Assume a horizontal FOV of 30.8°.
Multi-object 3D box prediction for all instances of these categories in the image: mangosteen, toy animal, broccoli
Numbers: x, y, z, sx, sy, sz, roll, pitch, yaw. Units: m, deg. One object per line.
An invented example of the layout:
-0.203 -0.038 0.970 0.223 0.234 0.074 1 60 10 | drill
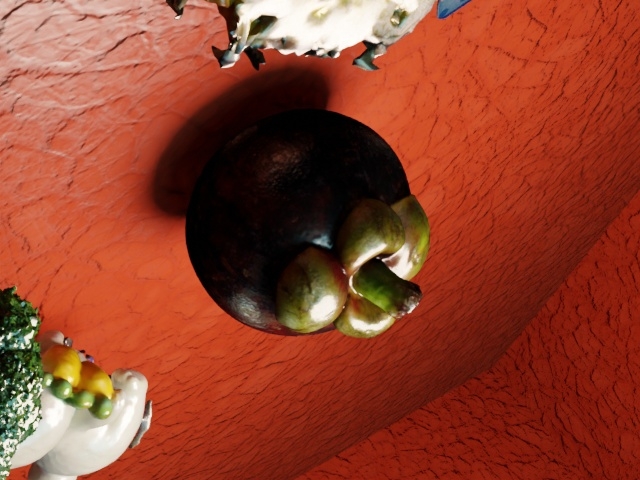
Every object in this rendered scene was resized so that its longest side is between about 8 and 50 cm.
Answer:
-0.011 -0.006 1.419 0.300 0.300 0.300 -33 159 -14 | mangosteen
-0.370 0.213 1.430 0.247 0.183 0.310 -46 158 20 | toy animal
-0.410 0.152 1.210 0.262 0.241 0.269 -5 126 2 | broccoli

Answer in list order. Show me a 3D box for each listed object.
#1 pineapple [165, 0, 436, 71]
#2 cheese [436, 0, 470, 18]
-0.016 -0.310 0.747 0.352 0.300 0.352 -33 160 -14 | pineapple
0.170 -0.346 1.303 0.189 0.074 0.286 -33 160 -10 | cheese
